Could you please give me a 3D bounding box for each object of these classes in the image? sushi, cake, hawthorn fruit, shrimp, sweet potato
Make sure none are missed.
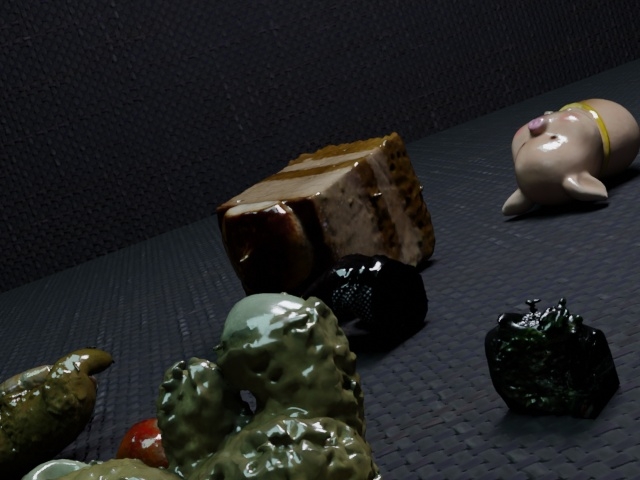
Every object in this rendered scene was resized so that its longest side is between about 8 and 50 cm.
[{"bbox_3d":[0.177,0.090,0.712,0.083,0.085,0.056,-11,12,42],"label":"sushi"},{"bbox_3d":[0.000,0.000,1.211,0.196,0.199,0.293,-4,22,38],"label":"cake"},{"bbox_3d":[-0.128,0.193,0.767,0.093,0.093,0.093,-19,11,4],"label":"hawthorn fruit"},{"bbox_3d":[-0.364,0.212,1.076,0.223,0.047,0.126,-29,-33,9],"label":"shrimp"},{"bbox_3d":[-0.355,0.216,0.965,0.310,0.098,0.124,-26,-17,-20],"label":"sweet potato"}]

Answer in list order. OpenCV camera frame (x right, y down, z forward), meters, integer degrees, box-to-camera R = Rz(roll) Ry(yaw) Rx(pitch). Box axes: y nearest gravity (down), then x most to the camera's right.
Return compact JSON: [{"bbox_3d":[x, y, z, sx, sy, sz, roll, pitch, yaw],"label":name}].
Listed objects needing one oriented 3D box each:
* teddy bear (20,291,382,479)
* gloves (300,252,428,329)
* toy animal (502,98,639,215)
[{"bbox_3d":[-0.078,0.177,0.540,0.256,0.156,0.267,-15,40,-2],"label":"teddy bear"},{"bbox_3d":[0.025,0.065,1.045,0.180,0.106,0.129,-4,20,42],"label":"gloves"},{"bbox_3d":[0.382,-0.139,1.360,0.248,0.149,0.165,-36,5,-35],"label":"toy animal"}]
